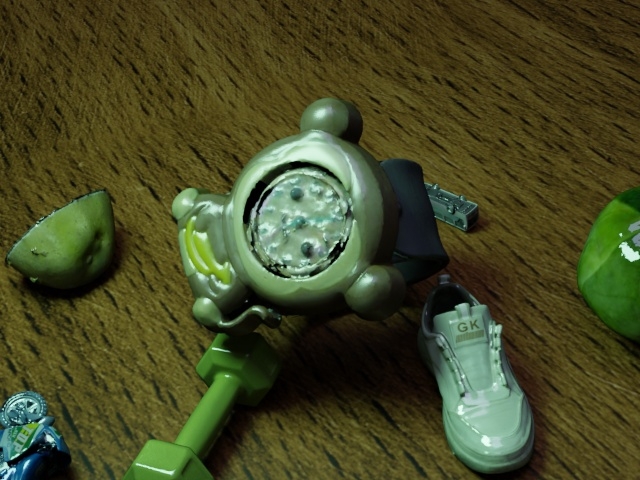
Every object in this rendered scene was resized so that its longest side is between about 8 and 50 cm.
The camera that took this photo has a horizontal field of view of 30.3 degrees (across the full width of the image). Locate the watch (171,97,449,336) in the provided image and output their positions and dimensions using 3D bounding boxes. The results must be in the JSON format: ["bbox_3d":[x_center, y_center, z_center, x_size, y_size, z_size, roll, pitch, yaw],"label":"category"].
[{"bbox_3d":[0.000,0.000,1.710,0.335,0.327,0.314,-19,76,15],"label":"watch"}]

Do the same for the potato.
[{"bbox_3d":[-0.406,0.015,1.957,0.117,0.182,0.202,49,37,7],"label":"potato"}]

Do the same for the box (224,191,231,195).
[{"bbox_3d":[-0.081,-0.037,1.977,0.182,0.099,0.133,-18,37,-13],"label":"box"}]

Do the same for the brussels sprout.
[{"bbox_3d":[0.500,0.029,1.712,0.271,0.210,0.219,-12,39,-31],"label":"brussels sprout"}]

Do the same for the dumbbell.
[{"bbox_3d":[-0.158,0.249,1.617,0.108,0.121,0.302,-17,27,37],"label":"dumbbell"}]

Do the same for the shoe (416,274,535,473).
[{"bbox_3d":[0.207,0.163,1.623,0.124,0.159,0.316,-13,35,-8],"label":"shoe"}]

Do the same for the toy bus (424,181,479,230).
[{"bbox_3d":[0.208,-0.058,1.991,0.037,0.052,0.130,-38,44,-27],"label":"toy bus"}]

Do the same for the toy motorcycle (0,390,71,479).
[{"bbox_3d":[-0.426,0.317,1.599,0.135,0.092,0.254,18,53,17],"label":"toy motorcycle"}]
